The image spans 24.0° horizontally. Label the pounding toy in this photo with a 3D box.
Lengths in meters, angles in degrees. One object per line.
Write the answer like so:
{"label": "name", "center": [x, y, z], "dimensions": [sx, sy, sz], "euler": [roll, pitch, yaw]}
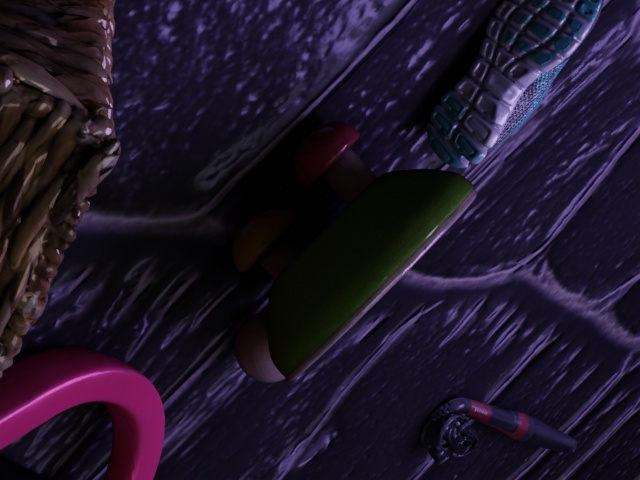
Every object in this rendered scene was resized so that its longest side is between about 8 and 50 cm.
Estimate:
{"label": "pounding toy", "center": [0.000, 0.000, 1.050], "dimensions": [0.183, 0.110, 0.237], "euler": [-44, 179, -18]}

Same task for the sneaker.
{"label": "sneaker", "center": [0.143, -0.125, 1.088], "dimensions": [0.166, 0.065, 0.076], "euler": [-49, 164, 16]}

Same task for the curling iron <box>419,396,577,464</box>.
{"label": "curling iron", "center": [0.186, 0.194, 1.517], "dimensions": [0.068, 0.035, 0.274], "euler": [-50, 147, 19]}

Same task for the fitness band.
{"label": "fitness band", "center": [-0.213, 0.190, 0.990], "dimensions": [0.291, 0.054, 0.209], "euler": [-34, 133, -40]}

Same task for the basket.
{"label": "basket", "center": [-0.246, -0.021, 0.739], "dimensions": [0.213, 0.223, 0.299], "euler": [21, 116, -19]}

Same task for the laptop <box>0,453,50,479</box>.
{"label": "laptop", "center": [-0.321, 0.257, 1.057], "dimensions": [0.264, 0.137, 0.234], "euler": [-21, 150, 13]}
